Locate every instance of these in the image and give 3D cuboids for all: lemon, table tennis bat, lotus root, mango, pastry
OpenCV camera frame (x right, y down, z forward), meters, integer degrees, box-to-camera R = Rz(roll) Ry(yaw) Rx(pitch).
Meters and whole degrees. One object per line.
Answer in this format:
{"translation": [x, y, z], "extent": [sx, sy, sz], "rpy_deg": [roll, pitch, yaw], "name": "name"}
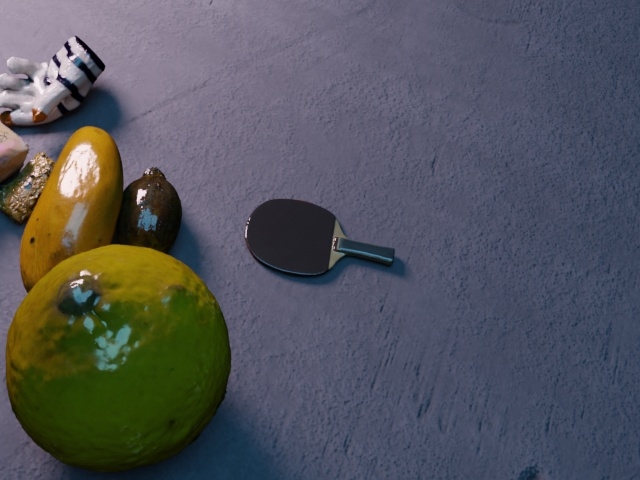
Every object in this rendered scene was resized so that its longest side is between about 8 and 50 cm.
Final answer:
{"translation": [-0.314, 0.177, 1.266], "extent": [0.350, 0.387, 0.349], "rpy_deg": [-4, 61, 8], "name": "lemon"}
{"translation": [0.000, 0.000, 1.627], "extent": [0.301, 0.022, 0.173], "rpy_deg": [12, 59, -5], "name": "table tennis bat"}
{"translation": [-0.319, -0.050, 1.533], "extent": [0.120, 0.120, 0.209], "rpy_deg": [7, 61, -9], "name": "lotus root"}
{"translation": [-0.438, -0.048, 1.464], "extent": [0.144, 0.187, 0.359], "rpy_deg": [25, 66, -34], "name": "mango"}
{"translation": [-0.547, -0.099, 1.543], "extent": [0.080, 0.056, 0.140], "rpy_deg": [32, 66, 14], "name": "pastry"}

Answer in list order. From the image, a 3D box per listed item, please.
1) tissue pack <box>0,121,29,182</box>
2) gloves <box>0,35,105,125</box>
{"translation": [-0.698, -0.144, 1.493], "extent": [0.215, 0.123, 0.256], "rpy_deg": [37, 50, 8], "name": "tissue pack"}
{"translation": [-0.540, -0.304, 1.630], "extent": [0.219, 0.131, 0.140], "rpy_deg": [-43, 78, 3], "name": "gloves"}
